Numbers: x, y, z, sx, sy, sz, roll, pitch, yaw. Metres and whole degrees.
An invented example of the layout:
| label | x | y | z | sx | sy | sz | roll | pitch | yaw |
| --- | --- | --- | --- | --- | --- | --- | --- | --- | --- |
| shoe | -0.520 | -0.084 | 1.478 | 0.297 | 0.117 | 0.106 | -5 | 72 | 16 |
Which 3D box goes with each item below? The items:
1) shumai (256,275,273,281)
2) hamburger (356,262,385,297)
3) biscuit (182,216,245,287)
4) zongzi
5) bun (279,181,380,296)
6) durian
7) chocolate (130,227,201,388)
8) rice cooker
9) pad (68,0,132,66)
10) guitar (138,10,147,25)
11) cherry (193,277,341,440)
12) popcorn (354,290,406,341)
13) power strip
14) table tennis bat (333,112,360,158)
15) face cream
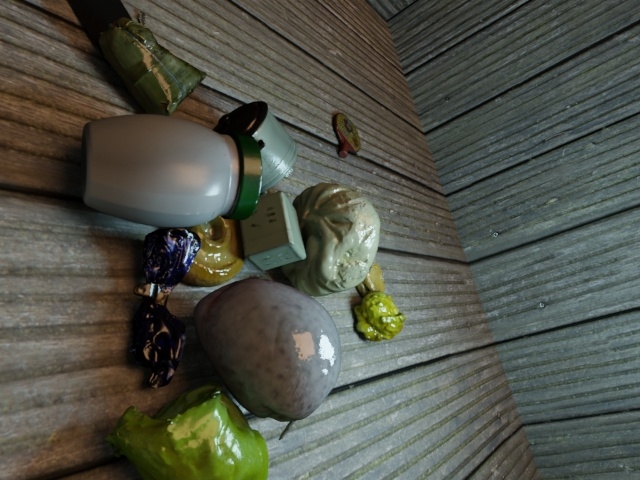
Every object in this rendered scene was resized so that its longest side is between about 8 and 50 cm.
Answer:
| label | x | y | z | sx | sy | sz | roll | pitch | yaw |
| --- | --- | --- | --- | --- | --- | --- | --- | --- | --- |
| shumai | -0.126 | 0.181 | 1.307 | 0.201 | 0.120 | 0.201 | 32 | 45 | -38 |
| hamburger | 0.191 | 0.151 | 1.838 | 0.138 | 0.083 | 0.147 | 8 | 65 | -59 |
| biscuit | -0.280 | -0.012 | 1.231 | 0.213 | 0.091 | 0.274 | 17 | 54 | -49 |
| zongzi | -0.428 | -0.487 | 1.248 | 0.251 | 0.125 | 0.274 | 61 | 38 | -33 |
| bun | 0.000 | 0.000 | 1.421 | 0.211 | 0.359 | 0.360 | 10 | 61 | -45 |
| durian | -0.223 | 0.410 | 0.932 | 0.340 | 0.204 | 0.256 | 56 | 20 | -11 |
| chocolate | -0.347 | 0.138 | 1.011 | 0.148 | 0.126 | 0.343 | 38 | 51 | -59 |
| rice cooker | -0.210 | -0.274 | 1.374 | 0.227 | 0.241 | 0.280 | 47 | -2 | -36 |
| pad | -0.557 | -0.573 | 1.243 | 0.243 | 0.004 | 0.163 | 60 | 38 | -5 |
| guitar | -0.494 | -0.557 | 1.334 | 0.088 | 0.025 | 0.233 | 10 | 62 | -49 |
| cherry | -0.109 | 0.243 | 1.056 | 0.335 | 0.291 | 0.326 | 44 | 7 | -40 |
| popcorn | 0.219 | 0.282 | 1.735 | 0.197 | 0.155 | 0.197 | 33 | 28 | -20 |
| power strip | -0.139 | -0.048 | 1.302 | 0.139 | 0.140 | 0.224 | 55 | 21 | -64 |
| table tennis bat | 0.119 | -0.482 | 2.201 | 0.200 | 0.038 | 0.310 | 46 | 33 | -28 |
| face cream | -0.330 | -0.156 | 1.049 | 0.357 | 0.219 | 0.312 | 1 | 33 | -30 |
